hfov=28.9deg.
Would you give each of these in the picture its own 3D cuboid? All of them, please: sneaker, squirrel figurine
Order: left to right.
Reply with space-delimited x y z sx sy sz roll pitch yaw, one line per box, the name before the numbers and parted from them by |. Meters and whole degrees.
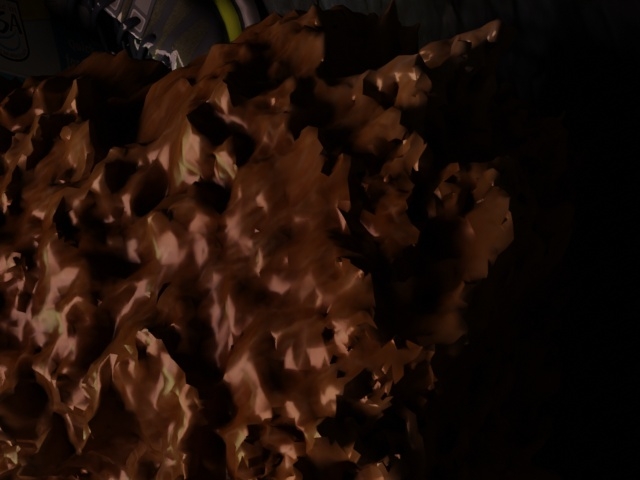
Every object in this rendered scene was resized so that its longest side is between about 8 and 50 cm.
sneaker | -0.114 -0.148 0.808 0.111 0.121 0.299 99 154 -57
squirrel figurine | -0.021 0.125 0.424 0.370 0.281 0.396 41 145 56

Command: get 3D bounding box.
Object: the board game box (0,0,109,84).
board game box | -0.217 -0.238 0.919 0.254 0.079 0.336 8 -118 -59
